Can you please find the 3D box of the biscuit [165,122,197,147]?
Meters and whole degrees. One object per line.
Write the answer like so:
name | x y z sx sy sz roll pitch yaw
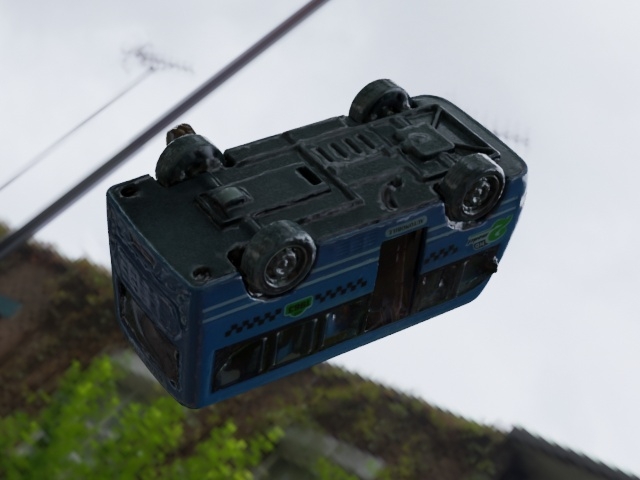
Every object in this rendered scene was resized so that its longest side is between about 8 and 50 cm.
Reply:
biscuit | -0.112 -0.017 1.279 0.138 0.031 0.205 48 -27 46

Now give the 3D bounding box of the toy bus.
toy bus | 0.000 0.000 0.848 0.113 0.246 0.134 44 -40 39
